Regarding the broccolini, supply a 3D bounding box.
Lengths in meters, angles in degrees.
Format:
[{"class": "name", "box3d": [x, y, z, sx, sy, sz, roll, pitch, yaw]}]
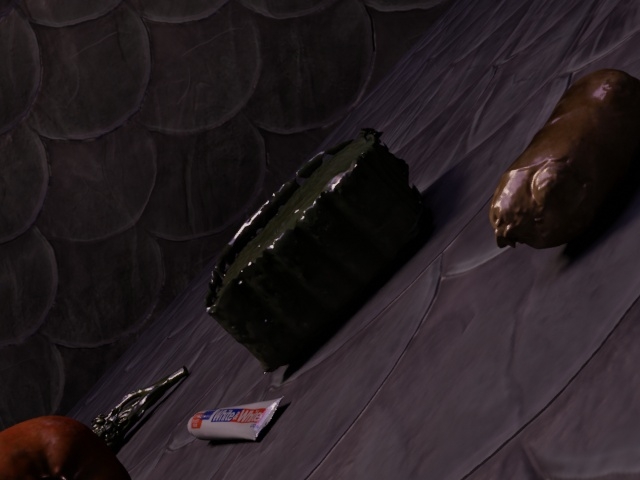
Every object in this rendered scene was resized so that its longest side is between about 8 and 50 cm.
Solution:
[{"class": "broccolini", "box3d": [-0.304, 0.266, 1.818, 0.202, 0.068, 0.091, -46, -12, 1]}]

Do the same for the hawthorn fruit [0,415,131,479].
[{"class": "hawthorn fruit", "box3d": [-0.307, 0.297, 1.216, 0.196, 0.196, 0.225, -51, 2, -28]}]

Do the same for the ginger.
[{"class": "ginger", "box3d": [0.180, -0.063, 0.763, 0.190, 0.069, 0.095, -51, 13, -31]}]

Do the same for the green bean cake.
[{"class": "green bean cake", "box3d": [0.000, 0.000, 1.233, 0.255, 0.132, 0.241, -44, 8, 11]}]

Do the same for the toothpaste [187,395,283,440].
[{"class": "toothpaste", "box3d": [-0.092, 0.190, 1.157, 0.052, 0.033, 0.218, -55, 14, -24]}]
